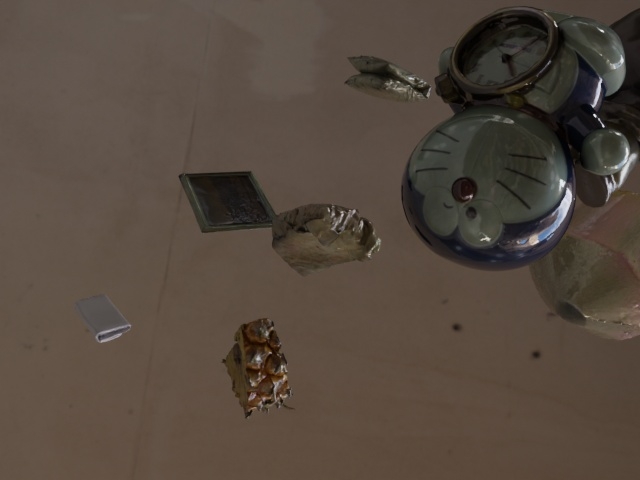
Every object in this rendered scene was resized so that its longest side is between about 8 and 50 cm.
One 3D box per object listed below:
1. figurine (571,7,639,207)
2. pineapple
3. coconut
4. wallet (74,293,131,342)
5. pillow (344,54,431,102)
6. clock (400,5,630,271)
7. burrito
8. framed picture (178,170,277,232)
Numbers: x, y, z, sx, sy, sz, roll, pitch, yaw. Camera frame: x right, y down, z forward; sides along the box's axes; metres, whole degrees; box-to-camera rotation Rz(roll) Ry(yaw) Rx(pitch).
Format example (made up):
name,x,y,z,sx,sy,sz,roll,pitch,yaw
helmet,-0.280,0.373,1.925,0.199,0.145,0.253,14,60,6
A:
name,x,y,z,sx,sy,sz,roll,pitch,yaw
figurine,0.445,-0.194,1.008,0.248,0.380,0.203,16,-39,53
pineapple,-0.096,0.213,1.127,0.233,0.079,0.135,115,-45,-68
coconut,0.624,0.065,1.598,0.297,0.309,0.297,41,-27,26
wallet,-0.372,0.130,1.231,0.122,0.061,0.025,32,-45,48
pillow,0.143,-0.338,1.536,0.181,0.134,0.078,32,-78,61
clock,0.176,-0.086,0.663,0.243,0.199,0.146,-60,145,-10
burrito,-0.010,-0.007,1.460,0.107,0.175,0.347,-58,-166,-20
framed picture,-0.217,-0.099,1.731,0.252,0.197,0.014,-122,-145,-48
